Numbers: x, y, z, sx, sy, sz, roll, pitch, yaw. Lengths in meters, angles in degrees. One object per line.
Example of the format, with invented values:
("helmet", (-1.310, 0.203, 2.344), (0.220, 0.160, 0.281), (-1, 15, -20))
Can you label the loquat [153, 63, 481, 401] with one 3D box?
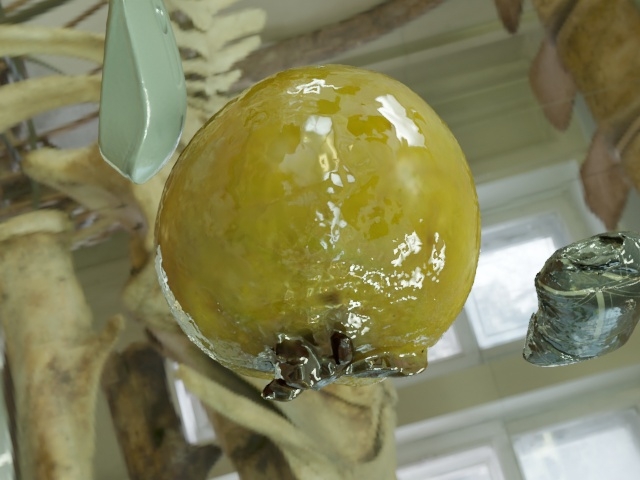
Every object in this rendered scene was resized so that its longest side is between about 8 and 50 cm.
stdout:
("loquat", (0.000, 0.000, 0.687), (0.244, 0.243, 0.244), (165, -90, -88))

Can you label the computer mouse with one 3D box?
("computer mouse", (-0.184, -0.174, 1.070), (0.128, 0.079, 0.231), (-68, 165, -68))

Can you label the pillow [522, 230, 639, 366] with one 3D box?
("pillow", (0.325, 0.073, 1.198), (0.335, 0.161, 0.093), (78, -12, -65))
